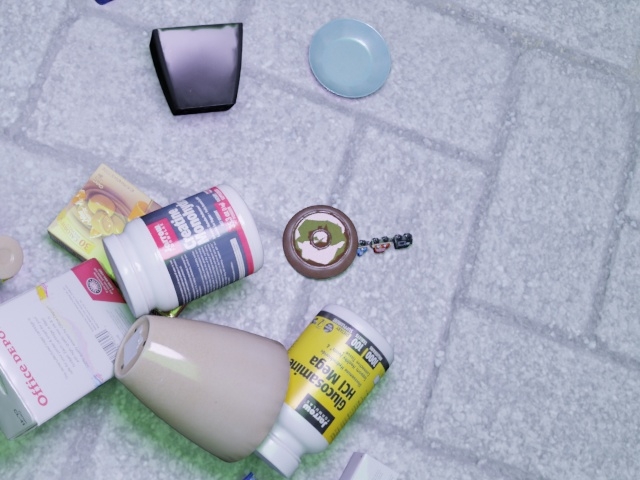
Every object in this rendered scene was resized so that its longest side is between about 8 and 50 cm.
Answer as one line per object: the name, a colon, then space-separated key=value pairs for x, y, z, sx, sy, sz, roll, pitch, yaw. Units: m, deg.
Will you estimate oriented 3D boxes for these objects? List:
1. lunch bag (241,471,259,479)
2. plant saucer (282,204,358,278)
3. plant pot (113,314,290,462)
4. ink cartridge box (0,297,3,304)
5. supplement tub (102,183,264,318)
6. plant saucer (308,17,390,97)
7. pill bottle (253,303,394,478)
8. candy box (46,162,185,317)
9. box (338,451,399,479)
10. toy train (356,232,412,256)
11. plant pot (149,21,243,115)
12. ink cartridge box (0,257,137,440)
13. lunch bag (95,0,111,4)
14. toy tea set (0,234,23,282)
lunch bag: x=-0.155 y=0.564 z=1.792 sx=0.151 sy=0.096 sz=0.129 roll=-43 pitch=89 yaw=13
plant saucer: x=0.000 y=0.000 z=1.959 sx=0.168 sy=0.029 sz=0.169 roll=0 pitch=78 yaw=0
plant pot: x=-0.244 y=0.256 z=1.709 sx=0.274 sy=0.256 sz=0.257 roll=30 pitch=73 yaw=-27
ink cartridge box: x=-0.668 y=0.237 z=1.749 sx=0.172 sy=0.100 sz=0.237 roll=-26 pitch=84 yaw=-15
supplement tub: x=-0.264 y=0.021 z=1.739 sx=0.272 sy=0.191 sz=0.191 roll=-24 pitch=84 yaw=-17
plant saucer: x=0.065 y=-0.417 z=2.070 sx=0.194 sy=0.037 sz=0.195 roll=2 pitch=79 yaw=-11
pill bottle: x=-0.015 y=0.308 z=1.823 sx=0.188 sy=0.188 sz=0.334 roll=40 pitch=74 yaw=-1
candy box: x=-0.383 y=0.009 z=1.862 sx=0.316 sy=0.087 sz=0.183 roll=37 pitch=74 yaw=-3
box: x=0.092 y=0.502 z=1.850 sx=0.087 sy=0.102 sz=0.101 roll=32 pitch=75 yaw=-6
toy train: x=0.132 y=0.010 z=2.001 sx=0.158 sy=0.027 sz=0.036 roll=-8 pitch=90 yaw=-13
plant pot: x=-0.260 y=-0.362 z=1.926 sx=0.188 sy=0.187 sz=0.167 roll=-8 pitch=93 yaw=-13
ink cartridge box: x=-0.504 y=0.199 z=1.702 sx=0.306 sy=0.131 sz=0.226 roll=-32 pitch=89 yaw=-48
lunch bag: x=-0.480 y=-0.573 z=1.975 sx=0.067 sy=0.065 sz=0.098 roll=-32 pitch=86 yaw=-16
toy tea set: x=-0.738 y=0.027 z=1.675 sx=0.336 sy=0.124 sz=0.200 roll=-29 pitch=106 yaw=-44
